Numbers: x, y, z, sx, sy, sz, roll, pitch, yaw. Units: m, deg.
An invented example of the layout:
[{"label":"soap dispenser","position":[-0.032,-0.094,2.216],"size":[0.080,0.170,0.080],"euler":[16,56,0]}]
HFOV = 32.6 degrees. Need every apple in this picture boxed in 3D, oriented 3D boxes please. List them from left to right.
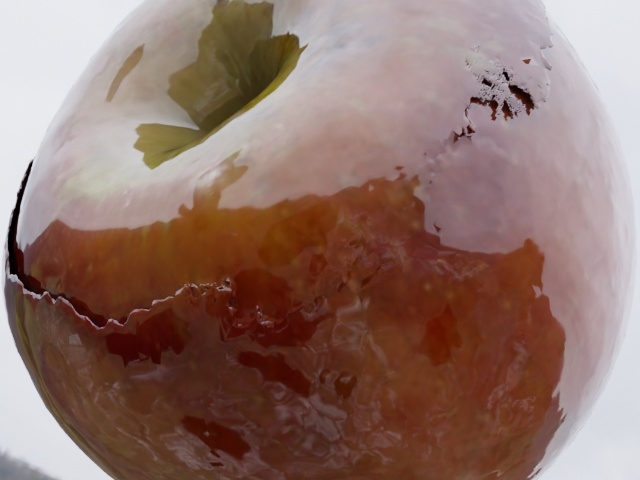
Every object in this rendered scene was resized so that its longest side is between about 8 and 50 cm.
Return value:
[{"label":"apple","position":[0.000,0.000,0.452],"size":[0.271,0.251,0.206],"euler":[27,-23,49]}]
